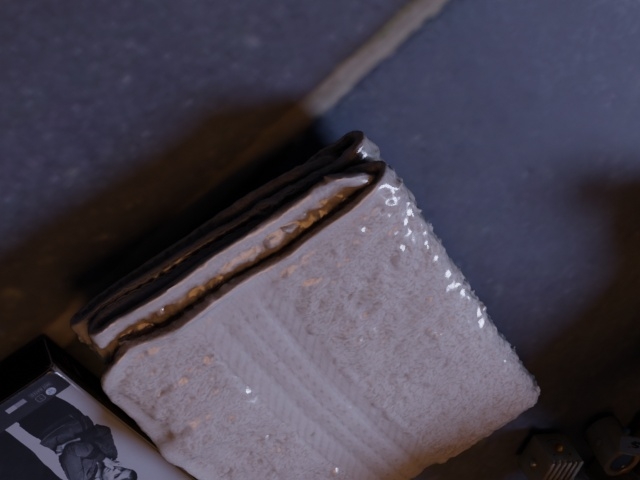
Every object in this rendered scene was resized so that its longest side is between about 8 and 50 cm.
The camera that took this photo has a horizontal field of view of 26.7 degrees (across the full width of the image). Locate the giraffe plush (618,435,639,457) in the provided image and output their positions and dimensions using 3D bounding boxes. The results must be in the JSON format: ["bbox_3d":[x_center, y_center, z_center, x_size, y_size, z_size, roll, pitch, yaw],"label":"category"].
[{"bbox_3d":[0.292,0.060,0.809,0.210,0.181,0.170,-3,120,-3],"label":"giraffe plush"}]

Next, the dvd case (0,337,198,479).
[{"bbox_3d":[-0.156,0.170,0.778,0.179,0.029,0.239,-34,135,6],"label":"dvd case"}]

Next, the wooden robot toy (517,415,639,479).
[{"bbox_3d":[0.221,0.171,0.921,0.173,0.079,0.076,20,118,-37],"label":"wooden robot toy"}]

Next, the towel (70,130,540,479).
[{"bbox_3d":[0.006,0.072,0.744,0.187,0.049,0.282,-33,139,6],"label":"towel"}]
